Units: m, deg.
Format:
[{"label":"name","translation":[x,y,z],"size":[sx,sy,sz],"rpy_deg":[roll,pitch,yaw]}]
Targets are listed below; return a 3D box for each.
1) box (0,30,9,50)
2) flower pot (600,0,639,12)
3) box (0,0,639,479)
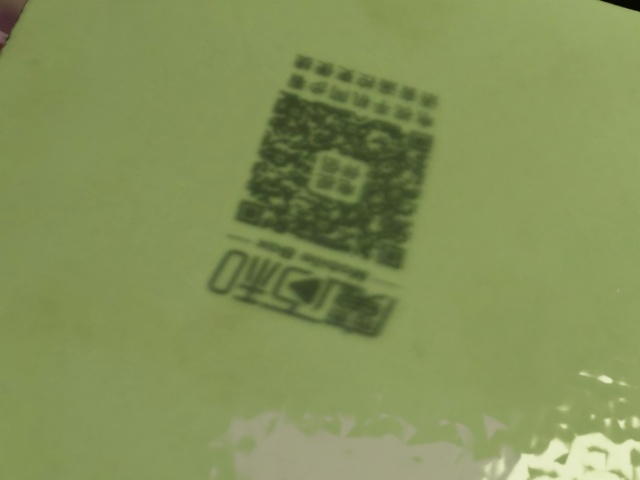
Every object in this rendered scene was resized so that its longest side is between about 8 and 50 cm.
[{"label":"box","translation":[-0.268,-0.044,0.582],"size":[0.330,0.095,0.210],"rpy_deg":[27,55,-16]},{"label":"flower pot","translation":[0.197,-0.338,0.891],"size":[0.251,0.379,0.379],"rpy_deg":[11,57,0]},{"label":"box","translation":[0.000,0.000,0.541],"size":[0.367,0.090,0.373],"rpy_deg":[16,60,1]}]
